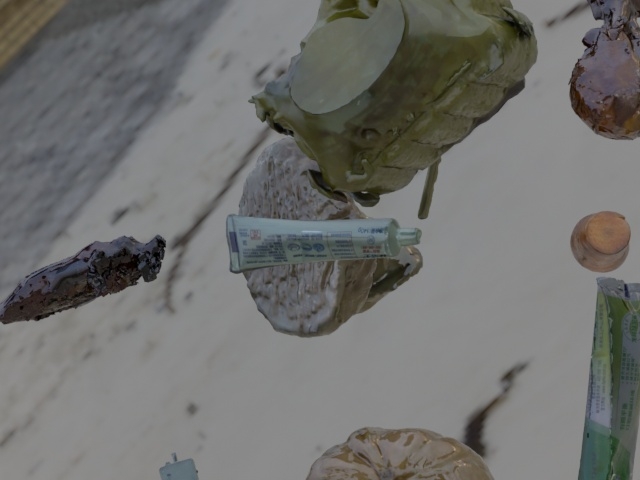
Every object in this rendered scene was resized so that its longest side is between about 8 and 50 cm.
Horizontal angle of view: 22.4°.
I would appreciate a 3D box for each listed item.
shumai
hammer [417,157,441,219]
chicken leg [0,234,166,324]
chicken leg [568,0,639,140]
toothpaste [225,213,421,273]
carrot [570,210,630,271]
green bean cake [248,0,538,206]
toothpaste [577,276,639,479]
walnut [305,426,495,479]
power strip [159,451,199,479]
[{"bbox_3d":[0.031,-0.014,2.555,0.262,0.314,0.267,-9,-6,-44],"label":"shumai"},{"bbox_3d":[0.140,-0.104,1.949,0.060,0.028,0.195,-55,-22,-58],"label":"hammer"},{"bbox_3d":[-0.270,0.044,1.808,0.234,0.063,0.105,-22,-8,32],"label":"chicken leg"},{"bbox_3d":[0.332,-0.209,1.792,0.093,0.113,0.304,-54,14,38],"label":"chicken leg"},{"bbox_3d":[0.000,0.001,2.016,0.268,0.069,0.047,-3,38,26],"label":"toothpaste"},{"bbox_3d":[0.389,-0.001,2.248,0.087,0.087,0.193,-43,-14,3],"label":"carrot"},{"bbox_3d":[0.050,-0.221,1.816,0.310,0.285,0.202,-44,-14,18],"label":"green bean cake"},{"bbox_3d":[0.267,0.158,1.461,0.047,0.078,0.248,2,85,58],"label":"toothpaste"},{"bbox_3d":[0.116,0.402,2.336,0.296,0.285,0.285,-16,15,0],"label":"walnut"},{"bbox_3d":[-0.175,0.335,2.098,0.051,0.019,0.136,-19,57,-2],"label":"power strip"}]
